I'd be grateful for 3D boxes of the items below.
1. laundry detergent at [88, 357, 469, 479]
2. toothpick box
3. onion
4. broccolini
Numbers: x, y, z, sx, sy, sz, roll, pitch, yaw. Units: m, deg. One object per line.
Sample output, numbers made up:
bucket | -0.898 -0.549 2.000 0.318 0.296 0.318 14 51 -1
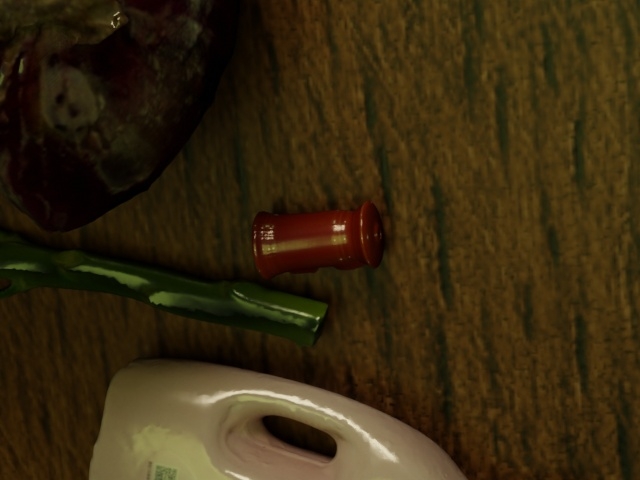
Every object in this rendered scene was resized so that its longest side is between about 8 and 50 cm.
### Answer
laundry detergent | 0.011 0.179 1.285 0.335 0.088 0.159 12 108 13
toothpick box | 0.000 0.000 1.259 0.083 0.047 0.047 -5 103 18
onion | -0.178 -0.192 1.151 0.260 0.282 0.336 -43 103 -10
broccolini | -0.186 0.043 1.327 0.392 0.079 0.074 12 149 13
